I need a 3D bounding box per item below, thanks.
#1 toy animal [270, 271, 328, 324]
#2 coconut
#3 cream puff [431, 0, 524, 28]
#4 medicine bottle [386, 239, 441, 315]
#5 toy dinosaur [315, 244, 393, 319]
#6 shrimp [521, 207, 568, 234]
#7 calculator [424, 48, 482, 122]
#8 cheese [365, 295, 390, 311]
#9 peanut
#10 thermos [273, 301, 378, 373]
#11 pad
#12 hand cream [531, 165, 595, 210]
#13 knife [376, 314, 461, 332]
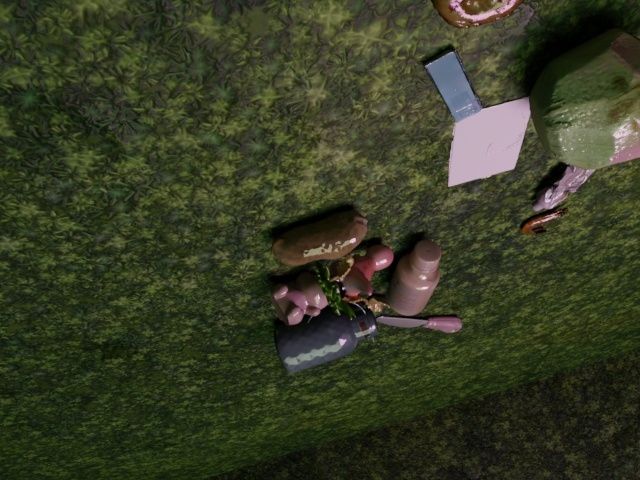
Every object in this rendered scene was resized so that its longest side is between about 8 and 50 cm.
[{"bbox_3d":[-0.018,0.122,1.411,0.212,0.124,0.124,-26,155,-25],"label":"toy animal"},{"bbox_3d":[0.478,-0.232,0.957,0.235,0.236,0.204,-25,-178,16],"label":"coconut"},{"bbox_3d":[0.208,-0.354,0.748,0.148,0.085,0.149,-8,147,-5],"label":"cream puff"},{"bbox_3d":[0.243,0.092,1.457,0.114,0.114,0.252,-8,149,-12],"label":"medicine bottle"},{"bbox_3d":[0.094,0.089,1.319,0.176,0.152,0.194,-23,-174,9],"label":"toy dinosaur"},{"bbox_3d":[0.578,-0.048,1.467,0.127,0.025,0.091,-29,147,30],"label":"shrimp"},{"bbox_3d":[0.229,-0.260,0.972,0.057,0.018,0.172,-28,147,19],"label":"calculator"},{"bbox_3d":[0.168,0.177,1.633,0.060,0.042,0.084,6,159,-20],"label":"cheese"},{"bbox_3d":[0.000,0.000,1.222,0.213,0.100,0.100,-15,149,-1],"label":"peanut"},{"bbox_3d":[0.015,0.254,1.610,0.286,0.145,0.182,-20,115,4],"label":"thermos"},{"bbox_3d":[0.334,-0.191,1.147,0.156,0.004,0.232,-15,149,-1],"label":"pad"},{"bbox_3d":[0.559,-0.150,1.276,0.083,0.050,0.257,5,141,-25],"label":"hand cream"},{"bbox_3d":[0.314,0.264,1.861,0.335,0.043,0.081,9,149,-24],"label":"knife"}]
